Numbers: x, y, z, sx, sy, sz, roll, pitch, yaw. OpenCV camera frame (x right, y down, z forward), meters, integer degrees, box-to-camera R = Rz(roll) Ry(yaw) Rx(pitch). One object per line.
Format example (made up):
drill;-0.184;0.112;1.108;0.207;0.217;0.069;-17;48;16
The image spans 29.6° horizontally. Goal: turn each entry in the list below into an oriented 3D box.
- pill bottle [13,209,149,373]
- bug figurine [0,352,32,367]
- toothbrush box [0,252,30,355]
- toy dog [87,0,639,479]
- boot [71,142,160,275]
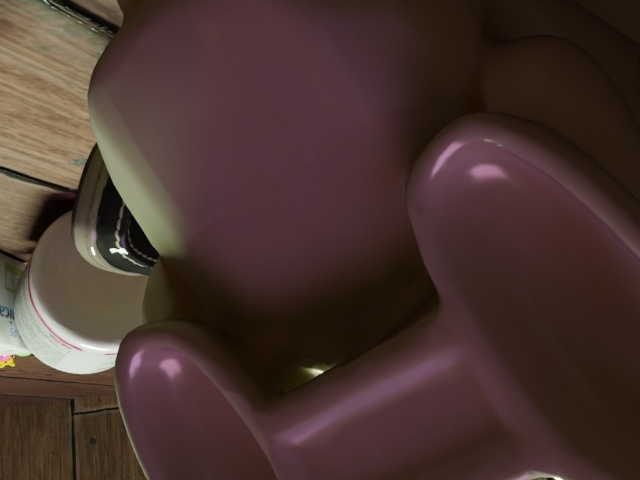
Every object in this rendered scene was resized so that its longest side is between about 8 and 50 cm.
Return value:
pill bottle;-0.262;0.065;1.376;0.160;0.160;0.283;0;167;-20
bug figurine;-0.420;0.143;1.837;0.279;0.072;0.216;-13;180;38
toothbrush box;-0.519;0.083;1.456;0.283;0.122;0.206;-6;168;8
toy dog;0.074;-0.039;0.653;0.284;0.395;0.408;-43;171;34
boot;0.000;0.000;0.998;0.284;0.138;0.377;16;180;22
